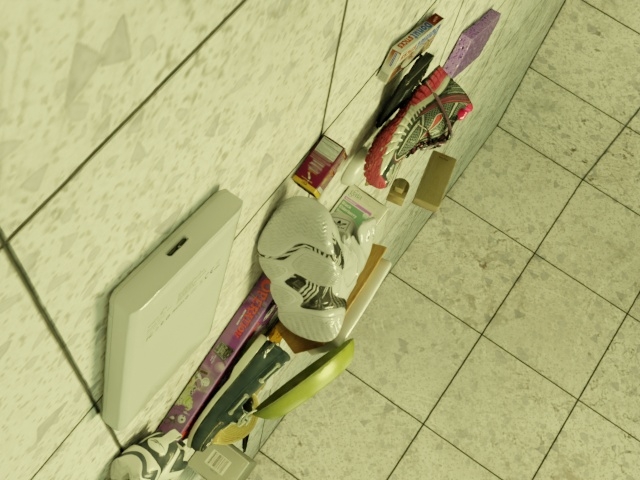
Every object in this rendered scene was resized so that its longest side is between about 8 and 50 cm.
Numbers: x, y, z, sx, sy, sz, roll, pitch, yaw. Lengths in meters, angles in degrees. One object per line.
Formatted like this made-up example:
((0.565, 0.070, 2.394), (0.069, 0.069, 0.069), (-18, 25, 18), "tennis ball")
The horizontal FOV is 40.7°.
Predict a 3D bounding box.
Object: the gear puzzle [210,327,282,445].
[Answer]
((-0.163, 0.307, 1.952), (0.338, 0.044, 0.175), (-60, 162, 8), "gear puzzle")

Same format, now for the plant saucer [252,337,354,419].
((-0.024, 0.271, 1.642), (0.241, 0.037, 0.241), (-36, 177, -2), "plant saucer")

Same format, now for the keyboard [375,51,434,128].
((0.149, -0.269, 1.506), (0.108, 0.023, 0.180), (-46, 177, -21), "keyboard")

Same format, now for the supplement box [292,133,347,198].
((0.000, -0.111, 1.299), (0.083, 0.043, 0.055), (-54, 171, -3), "supplement box")

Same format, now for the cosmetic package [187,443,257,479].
((-0.242, 0.559, 2.157), (0.107, 0.127, 0.238), (-53, 169, -14), "cosmetic package")

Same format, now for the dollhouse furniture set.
((0.171, -0.124, 1.698), (0.123, 0.151, 0.144), (105, 7, -66), "dollhouse furniture set")

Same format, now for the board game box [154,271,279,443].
((-0.164, 0.215, 1.603), (0.346, 0.056, 0.208), (-56, 167, 2), "board game box")

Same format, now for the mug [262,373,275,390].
((-0.139, 0.311, 2.071), (0.062, 0.078, 0.064), (-4, 126, -36), "mug")

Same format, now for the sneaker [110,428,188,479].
((-0.290, 0.405, 1.460), (0.153, 0.094, 0.234), (-33, 147, -47), "sneaker")

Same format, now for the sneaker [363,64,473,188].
((0.186, -0.202, 1.596), (0.299, 0.112, 0.121), (-52, -174, -28), "sneaker")

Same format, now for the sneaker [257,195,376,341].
((0.000, 0.000, 1.439), (0.365, 0.138, 0.210), (84, 24, -55), "sneaker")

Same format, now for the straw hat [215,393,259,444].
((-0.201, 0.357, 1.834), (0.144, 0.145, 0.061), (-57, -149, 8), "straw hat")

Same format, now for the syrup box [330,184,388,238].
((0.075, -0.027, 1.823), (0.096, 0.093, 0.237), (-54, 171, -10), "syrup box")

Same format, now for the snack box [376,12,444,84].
((0.148, -0.315, 1.406), (0.178, 0.022, 0.064), (-46, 168, -47), "snack box")

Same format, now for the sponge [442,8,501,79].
((0.333, -0.433, 1.915), (0.210, 0.031, 0.117), (-44, 165, -49), "sponge")

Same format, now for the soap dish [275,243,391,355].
((0.016, 0.116, 1.762), (0.228, 0.118, 0.291), (-57, -175, -16), "soap dish")

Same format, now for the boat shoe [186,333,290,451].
((-0.148, 0.287, 1.549), (0.254, 0.079, 0.095), (-55, 176, 5), "boat shoe")

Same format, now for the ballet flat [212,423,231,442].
((-0.177, 0.309, 1.748), (0.232, 0.073, 0.080), (-52, -153, 1), "ballet flat")

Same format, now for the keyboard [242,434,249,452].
((-0.193, 0.429, 2.139), (0.100, 0.038, 0.192), (-79, 176, -55), "keyboard")

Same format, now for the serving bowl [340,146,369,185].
((0.073, -0.136, 1.633), (0.083, 0.027, 0.083), (-54, 170, -14), "serving bowl")

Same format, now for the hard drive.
((-0.188, 0.094, 1.065), (0.203, 0.040, 0.307), (-49, 169, -36), "hard drive")
